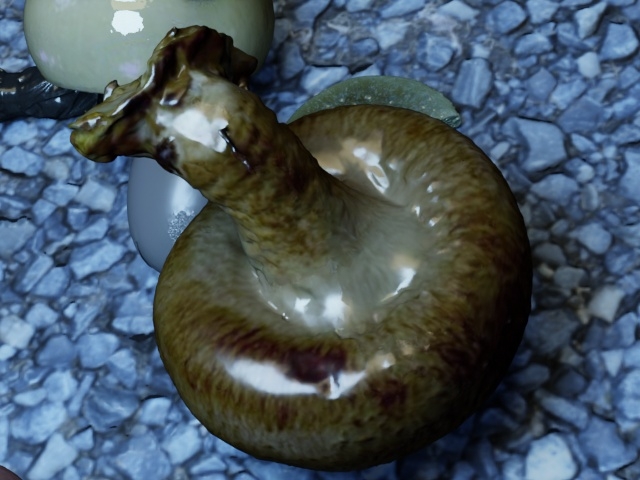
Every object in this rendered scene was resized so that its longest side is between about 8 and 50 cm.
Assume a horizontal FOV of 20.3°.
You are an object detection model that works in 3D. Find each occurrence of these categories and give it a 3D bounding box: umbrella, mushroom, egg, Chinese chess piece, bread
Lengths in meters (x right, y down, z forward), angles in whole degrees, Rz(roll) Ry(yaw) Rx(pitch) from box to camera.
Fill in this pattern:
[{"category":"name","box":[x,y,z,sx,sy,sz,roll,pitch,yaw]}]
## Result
[{"category":"umbrella","box":[-0.291,-0.152,1.856,0.235,0.059,0.066,-3,76,9]},{"category":"mushroom","box":[0.014,-0.006,1.499,0.334,0.356,0.331,27,44,31]},{"category":"egg","box":[-0.108,-0.053,1.685,0.146,0.146,0.199,17,65,23]},{"category":"Chinese chess piece","box":[-0.170,-0.215,1.774,0.250,0.097,0.251,-1,18,0]},{"category":"bread","box":[0.031,-0.118,1.767,0.193,0.036,0.112,-25,53,-5]}]

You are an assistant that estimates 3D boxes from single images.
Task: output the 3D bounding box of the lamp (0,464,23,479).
[{"category":"lamp","box":[-0.313,0.323,1.415,0.305,0.239,0.305,18,55,-29]}]
